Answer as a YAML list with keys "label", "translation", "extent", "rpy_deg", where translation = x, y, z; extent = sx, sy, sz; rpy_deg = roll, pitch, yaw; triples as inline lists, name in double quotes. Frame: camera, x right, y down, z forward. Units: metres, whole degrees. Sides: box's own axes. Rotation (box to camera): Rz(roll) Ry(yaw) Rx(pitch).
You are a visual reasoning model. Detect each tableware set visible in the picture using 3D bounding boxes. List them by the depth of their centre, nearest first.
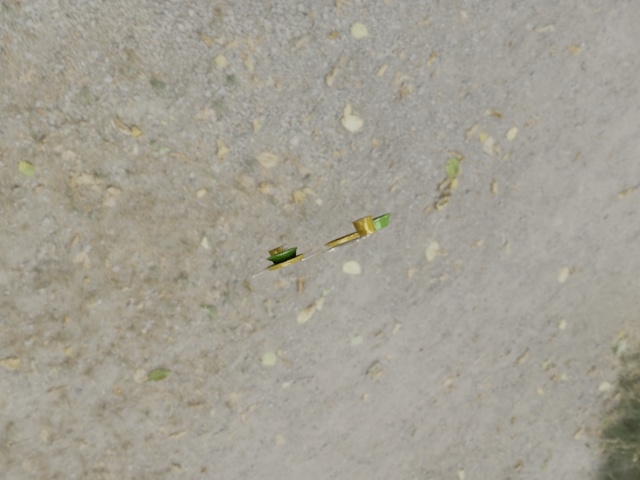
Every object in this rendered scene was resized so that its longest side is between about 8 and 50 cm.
- label: "tableware set"
  translation: [0.000, 0.000, 0.740]
  extent: [0.154, 0.024, 0.104]
  rpy_deg: [-20, -177, 33]
